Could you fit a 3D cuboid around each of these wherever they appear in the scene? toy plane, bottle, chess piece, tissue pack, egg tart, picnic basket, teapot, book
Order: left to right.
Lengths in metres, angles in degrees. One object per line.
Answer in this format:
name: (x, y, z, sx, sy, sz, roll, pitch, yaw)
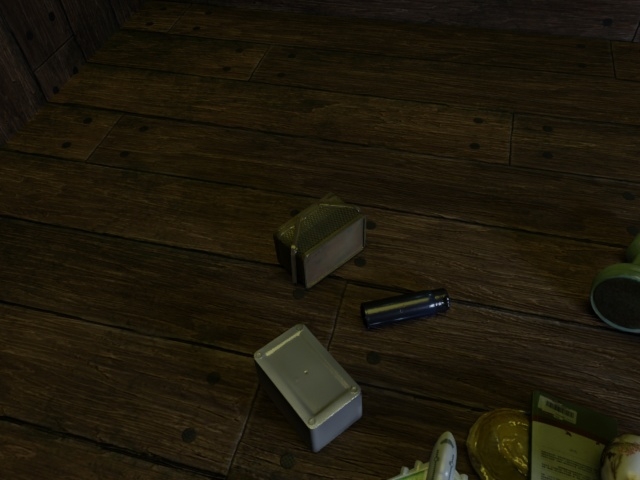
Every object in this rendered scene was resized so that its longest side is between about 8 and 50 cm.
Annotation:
tissue pack: (-0.031, 0.350, 1.319, 0.159, 0.136, 0.246, -31, 55, -21)
picnic basket: (0.000, 0.000, 1.599, 0.267, 0.165, 0.139, -36, 57, -23)
bottle: (0.233, 0.182, 1.491, 0.245, 0.082, 0.072, -11, 94, -5)
toy plane: (0.249, 0.534, 1.167, 0.251, 0.101, 0.255, 12, 47, 14)
egg tart: (0.446, 0.476, 1.213, 0.232, 0.098, 0.252, 6, 46, 4)
book: (0.542, 0.470, 1.159, 0.201, 0.026, 0.289, 20, 43, 7)
chess piece: (0.867, 0.091, 1.471, 0.195, 0.194, 0.299, 29, 47, 25)
teapot: (0.644, 0.481, 1.057, 0.298, 0.139, 0.204, -21, 71, -44)

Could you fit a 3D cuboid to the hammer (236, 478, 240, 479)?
hammer: (-0.156, 0.556, 1.220, 0.083, 0.031, 0.052, 14, 48, 23)
